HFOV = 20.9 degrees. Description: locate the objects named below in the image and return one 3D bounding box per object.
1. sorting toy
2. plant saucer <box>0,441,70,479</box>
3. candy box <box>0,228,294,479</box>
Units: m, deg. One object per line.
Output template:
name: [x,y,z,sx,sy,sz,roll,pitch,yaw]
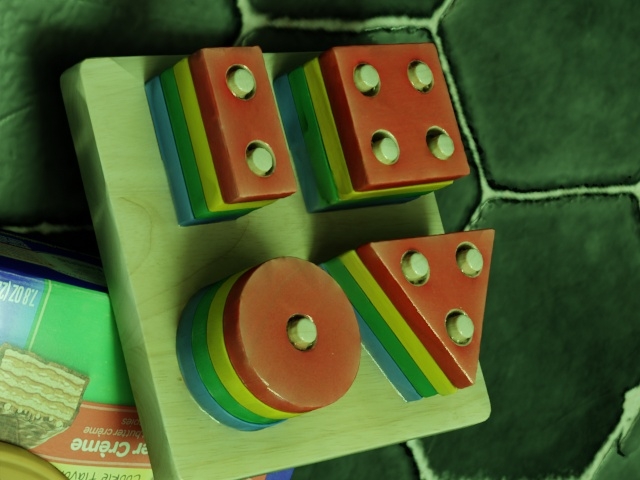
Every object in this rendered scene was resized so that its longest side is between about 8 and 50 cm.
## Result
sorting toy: [0.000,0.000,1.042,0.257,0.089,0.255,-7,79,-42]
plant saucer: [-0.209,0.209,0.968,0.200,0.037,0.200,-9,110,-27]
candy box: [-0.173,0.170,1.071,0.268,0.122,0.317,16,99,-35]
